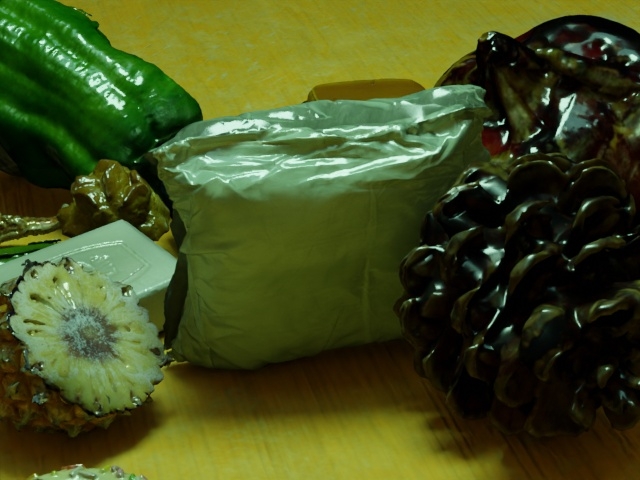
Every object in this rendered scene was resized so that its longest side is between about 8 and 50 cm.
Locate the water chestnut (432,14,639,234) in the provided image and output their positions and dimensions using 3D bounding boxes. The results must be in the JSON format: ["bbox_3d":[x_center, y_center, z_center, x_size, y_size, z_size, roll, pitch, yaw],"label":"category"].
[{"bbox_3d":[0.245,-0.113,1.968,0.289,0.244,0.289,0,22,0],"label":"water chestnut"}]

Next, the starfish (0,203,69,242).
[{"bbox_3d":[-0.453,-0.018,1.950,0.301,0.084,0.293,5,7,17],"label":"starfish"}]

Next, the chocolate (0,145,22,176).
[{"bbox_3d":[-0.389,-0.132,2.241,0.167,0.072,0.072,36,9,-24],"label":"chocolate"}]

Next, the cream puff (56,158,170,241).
[{"bbox_3d":[-0.213,-0.025,1.978,0.116,0.122,0.094,8,20,-16],"label":"cream puff"}]

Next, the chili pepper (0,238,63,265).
[{"bbox_3d":[-0.400,0.060,1.870,0.359,0.076,0.085,-12,49,-22],"label":"chili pepper"}]

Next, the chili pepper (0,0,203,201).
[{"bbox_3d":[-0.308,-0.161,2.137,0.385,0.213,0.167,36,60,26],"label":"chili pepper"}]

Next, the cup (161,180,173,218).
[{"bbox_3d":[-0.075,-0.034,1.999,0.176,0.131,0.155,19,7,-29],"label":"cup"}]

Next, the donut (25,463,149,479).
[{"bbox_3d":[-0.156,0.220,1.451,0.108,0.065,0.166,-14,25,-25],"label":"donut"}]

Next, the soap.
[{"bbox_3d":[-0.227,0.056,1.828,0.183,0.064,0.121,-23,45,-36],"label":"soap"}]

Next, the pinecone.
[{"bbox_3d":[0.199,0.050,1.593,0.257,0.243,0.243,16,29,41],"label":"pinecone"}]

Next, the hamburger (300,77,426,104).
[{"bbox_3d":[0.059,-0.138,2.251,0.166,0.087,0.137,-4,22,-5],"label":"hamburger"}]

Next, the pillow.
[{"bbox_3d":[0.000,0.000,1.712,0.310,0.283,0.138,-8,42,-5],"label":"pillow"}]

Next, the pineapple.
[{"bbox_3d":[-0.241,0.113,1.672,0.137,0.161,0.176,-41,-10,38],"label":"pineapple"}]
